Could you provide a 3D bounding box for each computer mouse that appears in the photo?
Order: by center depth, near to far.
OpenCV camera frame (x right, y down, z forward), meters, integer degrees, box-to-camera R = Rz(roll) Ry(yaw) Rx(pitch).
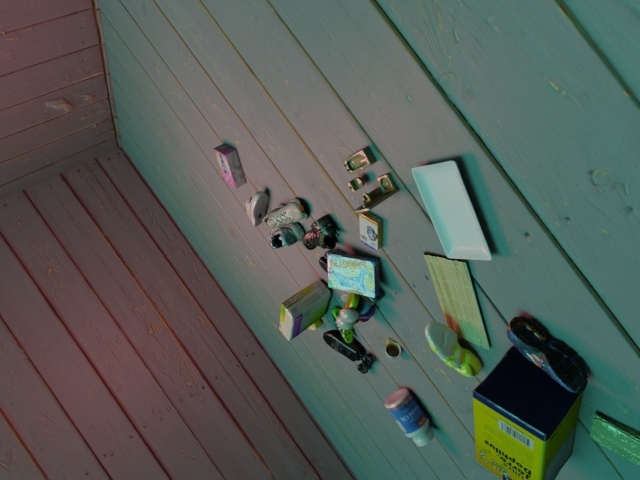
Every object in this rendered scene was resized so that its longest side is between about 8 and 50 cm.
[{"bbox_3d":[0.137,0.507,2.040,0.272,0.072,0.188,34,147,14],"label":"computer mouse"}]

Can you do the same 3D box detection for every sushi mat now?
[{"bbox_3d":[0.401,0.179,1.264,0.151,0.019,0.316,11,130,54],"label":"sushi mat"}]

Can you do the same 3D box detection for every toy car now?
[{"bbox_3d":[0.144,0.265,1.680,0.136,0.159,0.182,16,147,0],"label":"toy car"}]

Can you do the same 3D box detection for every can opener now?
[{"bbox_3d":[0.116,0.137,1.625,0.280,0.074,0.093,41,134,21],"label":"can opener"}]

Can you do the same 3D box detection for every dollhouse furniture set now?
[{"bbox_3d":[0.108,-0.166,1.233,0.151,0.123,0.144,59,153,-8],"label":"dollhouse furniture set"}]

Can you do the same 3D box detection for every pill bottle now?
[{"bbox_3d":[0.386,0.760,1.843,0.221,0.124,0.124,54,154,1],"label":"pill bottle"}]

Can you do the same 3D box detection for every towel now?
[{"bbox_3d":[0.741,0.493,1.050,0.148,0.027,0.110,22,139,48],"label":"towel"}]

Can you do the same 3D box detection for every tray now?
[{"bbox_3d":[0.333,-0.073,1.073,0.145,0.030,0.270,2,123,59],"label":"tray"}]

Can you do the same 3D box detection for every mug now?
[{"bbox_3d":[0.290,0.440,1.725,0.062,0.078,0.064,12,151,10],"label":"mug"}]

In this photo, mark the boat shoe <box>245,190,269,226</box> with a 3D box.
[{"bbox_3d":[-0.298,-0.159,1.965,0.088,0.096,0.267,45,161,10],"label":"boat shoe"}]

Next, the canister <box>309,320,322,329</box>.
[{"bbox_3d":[-0.074,0.374,2.223,0.126,0.073,0.169,-3,119,60],"label":"canister"}]

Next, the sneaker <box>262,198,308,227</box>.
[{"bbox_3d":[-0.149,-0.094,1.750,0.099,0.121,0.262,60,153,-10],"label":"sneaker"}]

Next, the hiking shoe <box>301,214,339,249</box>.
[{"bbox_3d":[0.000,0.000,1.649,0.114,0.086,0.227,53,153,12],"label":"hiking shoe"}]

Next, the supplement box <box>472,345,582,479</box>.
[{"bbox_3d":[0.560,0.507,1.178,0.195,0.194,0.356,25,141,45],"label":"supplement box"}]

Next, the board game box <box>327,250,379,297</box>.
[{"bbox_3d":[0.116,0.119,1.544,0.201,0.035,0.136,8,108,36],"label":"board game box"}]

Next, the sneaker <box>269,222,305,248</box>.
[{"bbox_3d":[-0.184,-0.015,1.897,0.110,0.122,0.283,60,153,-8],"label":"sneaker"}]

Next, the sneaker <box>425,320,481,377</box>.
[{"bbox_3d":[0.391,0.343,1.359,0.240,0.091,0.126,46,162,-12],"label":"sneaker"}]

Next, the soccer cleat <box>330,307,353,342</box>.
[{"bbox_3d":[0.100,0.385,1.970,0.178,0.060,0.072,67,162,-9],"label":"soccer cleat"}]

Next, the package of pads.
[{"bbox_3d":[-0.072,0.323,1.985,0.101,0.229,0.296,48,154,21],"label":"package of pads"}]

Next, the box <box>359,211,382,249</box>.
[{"bbox_3d":[0.165,-0.030,1.407,0.081,0.028,0.136,35,150,35],"label":"box"}]

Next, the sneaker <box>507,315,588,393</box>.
[{"bbox_3d":[0.560,0.283,1.071,0.221,0.083,0.087,49,167,24],"label":"sneaker"}]

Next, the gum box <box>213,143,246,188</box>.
[{"bbox_3d":[-0.415,-0.337,1.976,0.107,0.062,0.188,31,145,40],"label":"gum box"}]
